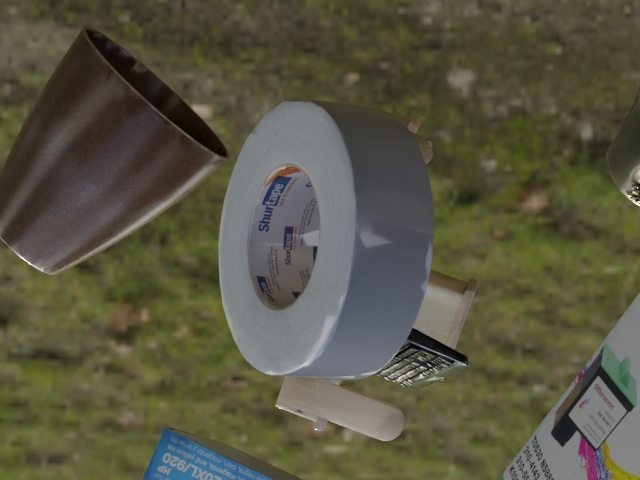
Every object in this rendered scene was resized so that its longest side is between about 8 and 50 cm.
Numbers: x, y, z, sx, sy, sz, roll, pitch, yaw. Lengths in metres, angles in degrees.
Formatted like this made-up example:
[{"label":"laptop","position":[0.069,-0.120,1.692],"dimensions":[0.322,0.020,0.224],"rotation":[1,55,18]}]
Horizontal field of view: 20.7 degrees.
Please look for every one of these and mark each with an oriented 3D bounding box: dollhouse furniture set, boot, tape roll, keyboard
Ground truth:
[{"label":"dollhouse furniture set","position":[0.101,0.044,2.124],"dimensions":[0.174,0.303,0.355],"rotation":[21,-161,5]},{"label":"boot","position":[0.283,-0.052,1.361],"dimensions":[0.077,0.198,0.137],"rotation":[11,132,-14]},{"label":"tape roll","position":[0.000,0.000,1.379],"dimensions":[0.072,0.219,0.219],"rotation":[5,157,-30]},{"label":"keyboard","position":[0.060,0.107,1.515],"dimensions":[0.100,0.038,0.192],"rotation":[28,165,-3]}]

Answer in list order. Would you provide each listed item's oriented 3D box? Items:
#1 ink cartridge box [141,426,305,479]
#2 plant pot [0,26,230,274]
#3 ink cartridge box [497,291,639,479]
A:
[{"label":"ink cartridge box","position":[-0.091,0.311,1.565],"dimensions":[0.168,0.232,0.171],"rotation":[23,175,18]},{"label":"plant pot","position":[-0.256,-0.080,1.938],"dimensions":[0.230,0.215,0.215],"rotation":[-47,143,7]},{"label":"ink cartridge box","position":[0.230,0.172,1.161],"dimensions":[0.117,0.201,0.278],"rotation":[26,110,-21]}]
